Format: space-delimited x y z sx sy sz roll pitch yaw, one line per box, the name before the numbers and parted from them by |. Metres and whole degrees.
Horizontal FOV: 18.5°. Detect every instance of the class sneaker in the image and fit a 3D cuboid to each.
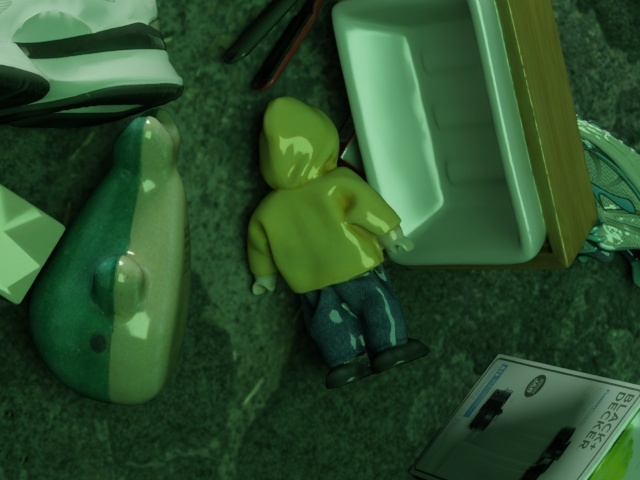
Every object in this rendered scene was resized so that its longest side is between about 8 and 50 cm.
sneaker | -0.303 -0.232 1.693 0.447 0.169 0.258 -5 81 -59
sneaker | 0.290 -0.042 2.057 0.283 0.110 0.122 32 84 -22

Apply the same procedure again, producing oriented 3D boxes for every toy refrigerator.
toy refrigerator | -0.369 -0.054 1.764 0.269 0.102 0.094 34 80 -22

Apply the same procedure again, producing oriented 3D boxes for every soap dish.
soap dish | 0.139 -0.118 1.880 0.118 0.229 0.291 -22 103 -38

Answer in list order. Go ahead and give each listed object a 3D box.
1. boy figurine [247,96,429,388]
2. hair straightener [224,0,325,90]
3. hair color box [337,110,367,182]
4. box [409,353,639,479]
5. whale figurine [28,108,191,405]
boy figurine | 0.000 0.000 1.919 0.092 0.177 0.285 -16 83 -62
hair straightener | -0.025 -0.260 1.932 0.089 0.047 0.230 40 78 -22
hair color box | 0.082 -0.076 1.995 0.141 0.043 0.072 35 79 -21
box | 0.228 0.214 1.947 0.087 0.290 0.169 44 77 -21
whale figurine | -0.192 0.013 1.807 0.141 0.216 0.272 6 101 3
